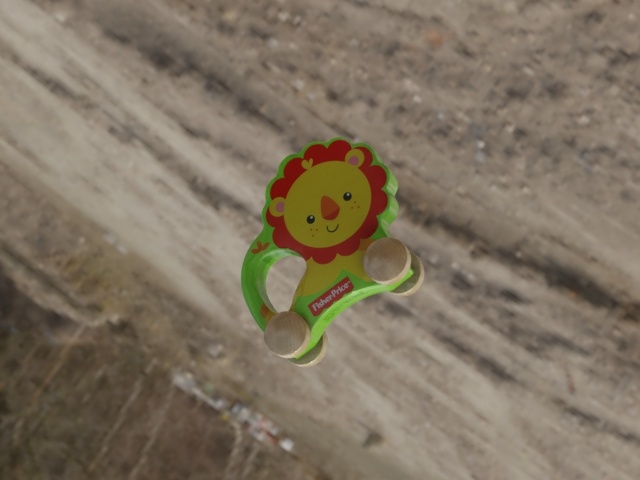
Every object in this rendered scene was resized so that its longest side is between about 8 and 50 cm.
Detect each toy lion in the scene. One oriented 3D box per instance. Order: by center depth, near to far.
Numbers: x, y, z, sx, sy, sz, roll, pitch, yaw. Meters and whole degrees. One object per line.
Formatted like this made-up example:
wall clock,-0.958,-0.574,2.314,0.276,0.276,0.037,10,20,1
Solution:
toy lion,0.000,0.000,0.673,0.096,0.100,0.034,57,-170,26
